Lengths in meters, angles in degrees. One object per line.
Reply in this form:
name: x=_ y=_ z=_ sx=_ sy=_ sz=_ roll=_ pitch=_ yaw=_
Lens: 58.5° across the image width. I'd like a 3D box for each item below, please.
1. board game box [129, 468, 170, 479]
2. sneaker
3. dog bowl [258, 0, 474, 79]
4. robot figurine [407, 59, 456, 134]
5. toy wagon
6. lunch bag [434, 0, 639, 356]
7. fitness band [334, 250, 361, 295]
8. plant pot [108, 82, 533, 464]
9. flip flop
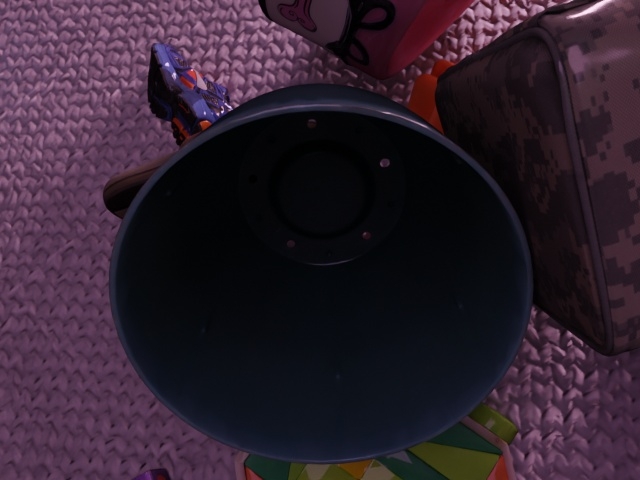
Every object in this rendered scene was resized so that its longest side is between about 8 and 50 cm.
board game box: x=-0.194 y=0.439 z=0.565 sx=0.208 sy=0.056 sz=0.347 roll=-29 pitch=67 yaw=5
sneaker: x=-0.168 y=-0.186 z=0.757 sx=0.087 sy=0.083 sz=0.221 roll=-10 pitch=52 yaw=-35
dog bowl: x=0.127 y=-0.344 z=0.596 sx=0.150 sy=0.408 sz=0.408 roll=44 pitch=84 yaw=1
robot figurine: x=0.205 y=-0.121 z=0.635 sx=0.219 sy=0.158 sz=0.128 roll=33 pitch=103 yaw=19
toy wagon: x=0.021 y=0.226 z=0.565 sx=0.344 sy=0.068 sz=0.267 roll=34 pitch=81 yaw=6
lunch bag: x=0.249 y=-0.073 z=0.407 sx=0.256 sy=0.305 sz=0.212 roll=-18 pitch=98 yaw=3
fitness band: x=-0.079 y=0.020 z=0.681 sx=0.209 sy=0.054 sz=0.291 roll=-38 pitch=71 yaw=-3
plant pot: x=0.000 y=0.000 z=0.500 sx=0.293 sy=0.235 sz=0.293 roll=0 pitch=116 yaw=0
flip flop: x=-0.113 y=-0.088 z=0.653 sx=0.277 sy=0.112 sz=0.080 roll=-14 pitch=55 yaw=8
